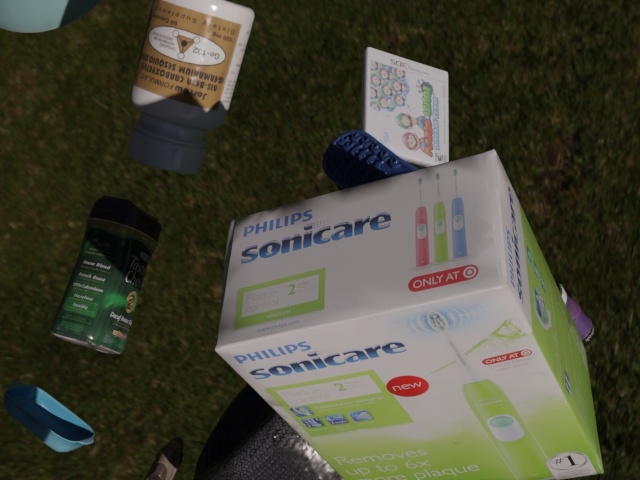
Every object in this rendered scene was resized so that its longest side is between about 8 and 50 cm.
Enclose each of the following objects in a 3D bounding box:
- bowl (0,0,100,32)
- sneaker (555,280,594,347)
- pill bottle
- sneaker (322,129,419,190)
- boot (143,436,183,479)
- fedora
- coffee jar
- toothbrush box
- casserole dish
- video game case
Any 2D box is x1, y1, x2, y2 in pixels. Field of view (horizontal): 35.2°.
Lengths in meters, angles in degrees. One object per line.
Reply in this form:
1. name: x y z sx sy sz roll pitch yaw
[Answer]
1. bowl: -0.524 -0.544 1.795 0.311 0.163 0.311 -4 68 9
2. sneaker: 0.321 0.150 1.653 0.124 0.283 0.107 40 66 -22
3. pill bottle: -0.178 -0.210 1.322 0.131 0.131 0.229 21 102 20
4. sneaker: 0.091 -0.016 0.915 0.081 0.090 0.232 -43 48 5
5. boot: -0.218 0.326 1.368 0.042 0.087 0.118 30 115 2
6. fedora: -0.043 0.257 1.224 0.152 0.334 0.334 39 84 -18
7. coffee jar: -0.259 0.042 1.238 0.079 0.096 0.184 11 78 20
8. toothbrush box: 0.079 0.084 0.772 0.206 0.283 0.122 -13 48 20
9. casserole dish: -0.492 0.322 1.810 0.188 0.114 0.037 33 98 14
10. video game case: 0.123 -0.188 1.446 0.143 0.019 0.157 12 70 -28
